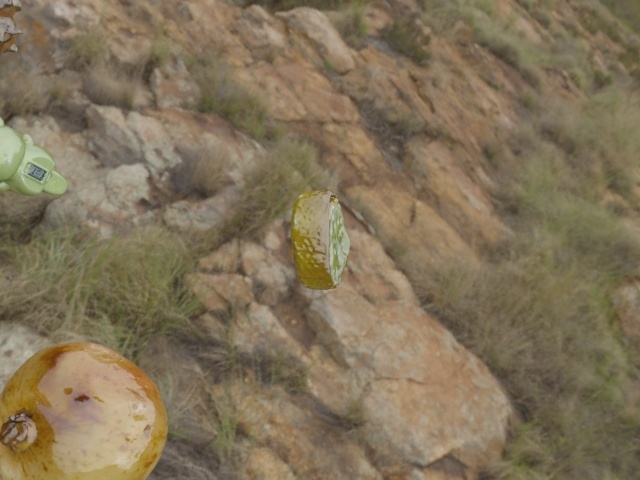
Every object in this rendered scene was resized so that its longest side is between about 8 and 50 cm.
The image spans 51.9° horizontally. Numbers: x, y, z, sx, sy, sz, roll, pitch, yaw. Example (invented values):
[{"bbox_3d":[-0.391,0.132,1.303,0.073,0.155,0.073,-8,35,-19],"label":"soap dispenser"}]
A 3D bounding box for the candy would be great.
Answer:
[{"bbox_3d":[0.000,0.000,1.648,0.260,0.118,0.259,-5,90,-78],"label":"candy"}]

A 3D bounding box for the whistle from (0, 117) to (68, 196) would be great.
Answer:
[{"bbox_3d":[-0.633,-0.159,1.376,0.106,0.131,0.288,21,-8,20],"label":"whistle"}]

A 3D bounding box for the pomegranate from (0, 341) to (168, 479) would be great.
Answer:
[{"bbox_3d":[-0.311,0.232,0.837,0.215,0.215,0.215,32,39,-30],"label":"pomegranate"}]

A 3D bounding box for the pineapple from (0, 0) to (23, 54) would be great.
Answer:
[{"bbox_3d":[-0.344,-0.186,0.510,0.193,0.166,0.166,-30,84,-29],"label":"pineapple"}]
